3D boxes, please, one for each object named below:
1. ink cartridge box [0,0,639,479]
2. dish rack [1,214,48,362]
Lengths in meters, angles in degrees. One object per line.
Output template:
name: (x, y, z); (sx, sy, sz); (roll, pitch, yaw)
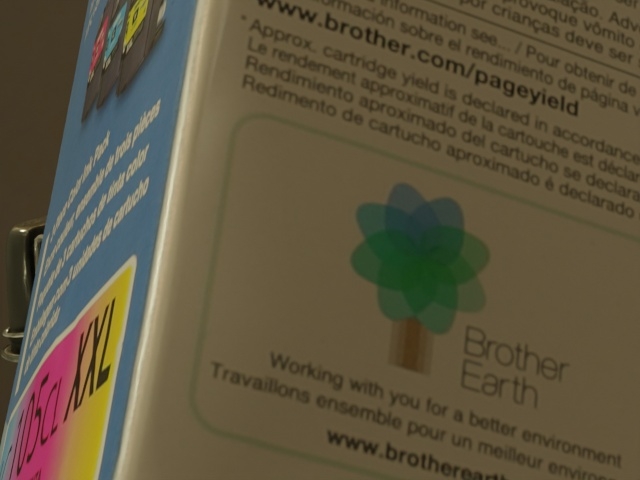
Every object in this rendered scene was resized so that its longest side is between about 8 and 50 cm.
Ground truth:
ink cartridge box: (0.077, -0.057, 0.530); (0.270, 0.151, 0.395); (17, -116, -18)
dish rack: (0.000, 0.000, 0.900); (0.208, 0.272, 0.074); (-21, -75, -47)
